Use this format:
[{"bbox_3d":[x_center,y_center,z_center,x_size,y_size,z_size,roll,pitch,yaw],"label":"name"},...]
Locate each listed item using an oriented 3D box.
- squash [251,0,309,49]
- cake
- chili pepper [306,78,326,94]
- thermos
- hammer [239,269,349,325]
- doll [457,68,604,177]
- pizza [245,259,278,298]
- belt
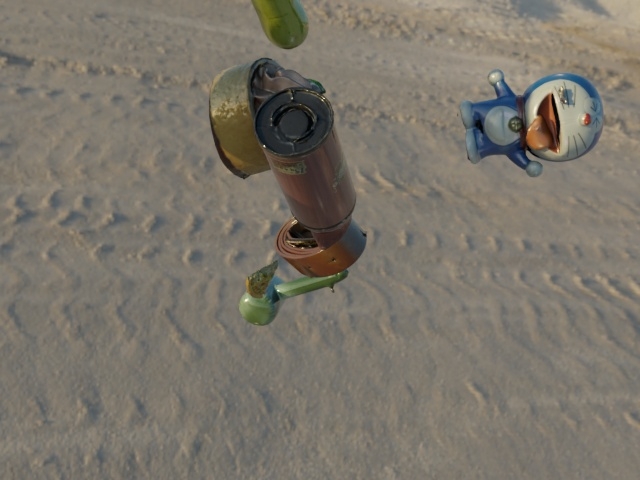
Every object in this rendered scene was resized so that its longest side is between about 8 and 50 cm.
[{"bbox_3d":[-0.078,-0.404,1.266,0.083,0.083,0.250,24,-17,25],"label":"squash"},{"bbox_3d":[-0.070,-0.209,1.308,0.178,0.185,0.207,-5,-25,16],"label":"cake"},{"bbox_3d":[-0.062,-0.280,1.532,0.050,0.073,0.182,-40,8,-31],"label":"chili pepper"},{"bbox_3d":[-0.012,-0.105,1.197,0.110,0.330,0.136,-20,64,2],"label":"thermos"},{"bbox_3d":[-0.070,0.146,2.322,0.336,0.118,0.206,-17,15,16],"label":"hammer"},{"bbox_3d":[0.388,-0.224,1.450,0.257,0.215,0.161,-10,1,16],"label":"doll"},{"bbox_3d":[-0.134,0.089,1.885,0.026,0.108,0.123,35,-13,22],"label":"pizza"},{"bbox_3d":[0.000,0.000,1.996,0.261,0.184,0.105,-4,-41,50],"label":"belt"}]
